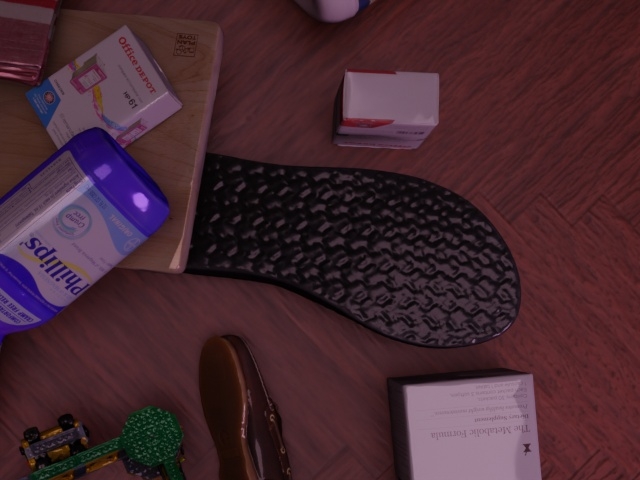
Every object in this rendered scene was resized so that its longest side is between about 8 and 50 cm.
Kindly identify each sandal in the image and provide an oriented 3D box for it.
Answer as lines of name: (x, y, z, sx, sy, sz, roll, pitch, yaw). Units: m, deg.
sandal: (-0.001, -0.003, 1.364, 0.445, 0.107, 0.168, 16, 83, 10)

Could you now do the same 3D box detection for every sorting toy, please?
sorting toy: (-0.235, -0.099, 1.316, 0.257, 0.089, 0.255, 7, 80, 12)

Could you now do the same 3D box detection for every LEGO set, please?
LEGO set: (-0.200, 0.346, 1.302, 0.255, 0.192, 0.331, -29, 74, -20)

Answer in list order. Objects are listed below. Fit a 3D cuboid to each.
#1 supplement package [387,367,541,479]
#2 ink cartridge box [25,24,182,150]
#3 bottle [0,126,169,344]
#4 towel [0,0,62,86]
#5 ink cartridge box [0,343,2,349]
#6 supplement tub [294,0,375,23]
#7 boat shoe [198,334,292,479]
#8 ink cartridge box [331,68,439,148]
supplement package: (0.153, 0.262, 1.334, 0.139, 0.134, 0.244, -5, 87, -4)
ink cartridge box: (-0.209, -0.137, 1.244, 0.122, 0.052, 0.088, -34, 75, 1)
bottle: (-0.278, 0.021, 1.192, 0.283, 0.092, 0.118, -39, 132, 1)
towel: (-0.369, -0.299, 1.296, 0.237, 0.037, 0.329, 9, 54, -5)
ink cartridge box: (-0.439, 0.150, 1.293, 0.208, 0.087, 0.153, 15, 114, -4)
supplement tub: (0.077, -0.400, 1.313, 0.325, 0.235, 0.235, -35, 90, -5)
boat shoe: (-0.076, 0.199, 1.359, 0.073, 0.073, 0.207, -10, 91, -42)
ink cartridge box: (0.066, -0.137, 1.349, 0.099, 0.135, 0.056, 2, 84, -5)
